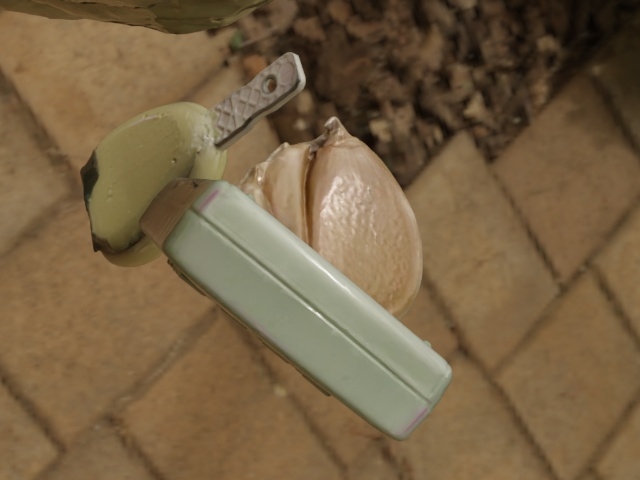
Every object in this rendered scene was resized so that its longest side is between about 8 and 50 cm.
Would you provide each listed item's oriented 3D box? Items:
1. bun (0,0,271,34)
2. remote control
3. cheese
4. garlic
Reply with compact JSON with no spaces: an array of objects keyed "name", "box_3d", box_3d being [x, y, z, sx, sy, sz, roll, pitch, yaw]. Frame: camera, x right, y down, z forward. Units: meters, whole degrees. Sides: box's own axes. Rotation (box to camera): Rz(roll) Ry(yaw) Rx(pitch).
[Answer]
[{"name":"bun","box_3d":[-0.122,-0.207,0.666,0.361,0.361,0.213,12,113,-39]},{"name":"remote control","box_3d":[-0.027,0.025,0.843,0.145,0.344,0.050,40,87,-7]},{"name":"cheese","box_3d":[-0.104,-0.079,1.336,0.054,0.251,0.127,15,51,-46]},{"name":"garlic","box_3d":[0.000,0.000,1.606,0.217,0.110,0.228,27,57,-16]}]
